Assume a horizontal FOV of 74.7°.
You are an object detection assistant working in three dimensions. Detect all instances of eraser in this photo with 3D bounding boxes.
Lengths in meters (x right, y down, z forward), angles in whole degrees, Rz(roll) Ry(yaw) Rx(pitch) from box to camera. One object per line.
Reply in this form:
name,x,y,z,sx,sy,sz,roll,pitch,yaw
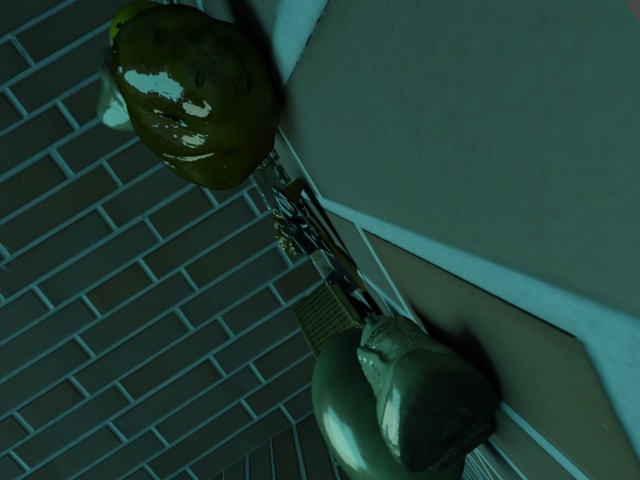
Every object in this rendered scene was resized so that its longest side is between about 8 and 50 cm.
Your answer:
eraser,0.016,0.058,1.272,0.124,0.081,0.279,55,176,43

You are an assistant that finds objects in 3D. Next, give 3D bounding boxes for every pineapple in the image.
pineapple,-0.089,-0.057,1.292,0.221,0.047,0.221,-8,-90,-70

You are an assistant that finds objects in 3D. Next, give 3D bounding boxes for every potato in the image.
potato,-0.167,-0.180,0.609,0.176,0.196,0.369,61,163,10

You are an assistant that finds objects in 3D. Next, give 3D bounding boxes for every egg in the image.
egg,0.122,0.331,0.816,0.352,0.258,0.258,48,172,40

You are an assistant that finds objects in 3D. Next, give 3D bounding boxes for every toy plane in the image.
toy plane,-0.010,0.007,0.997,0.316,0.103,0.204,57,176,-1
toy plane,-0.121,-0.199,1.277,0.083,0.033,0.080,56,-169,24

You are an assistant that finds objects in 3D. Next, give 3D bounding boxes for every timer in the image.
timer,-0.558,-0.680,1.427,0.285,0.285,0.285,57,177,5

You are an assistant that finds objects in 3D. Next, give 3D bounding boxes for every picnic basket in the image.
picnic basket,0.093,0.280,1.241,0.313,0.175,0.228,48,-177,-38

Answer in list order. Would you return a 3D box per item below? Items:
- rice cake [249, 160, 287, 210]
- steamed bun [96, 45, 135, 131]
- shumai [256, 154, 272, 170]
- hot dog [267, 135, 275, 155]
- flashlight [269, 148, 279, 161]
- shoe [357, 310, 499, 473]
rice cake,-0.198,-0.233,1.462,0.050,0.106,0.298,32,161,38
steamed bun,-0.455,-0.481,1.213,0.255,0.368,0.342,102,179,-53
shumai,-0.191,-0.264,1.296,0.123,0.099,0.087,58,-166,13
hot dog,-0.239,-0.296,0.877,0.387,0.174,0.267,53,177,41
flashlight,-0.140,-0.254,1.148,0.018,0.018,0.083,51,173,48
shoe,0.113,0.178,0.557,0.210,0.132,0.342,51,177,36
